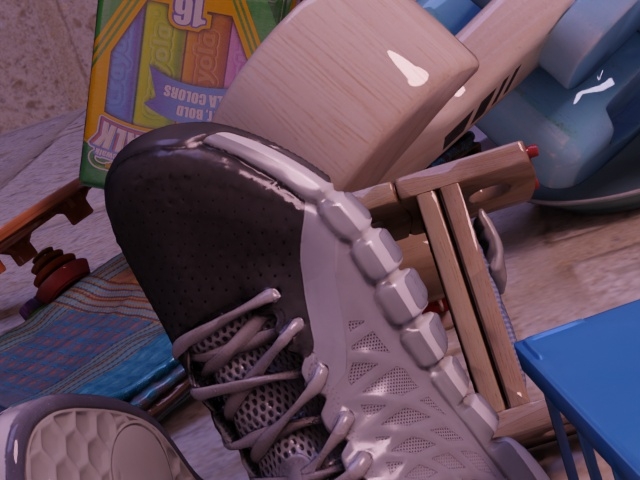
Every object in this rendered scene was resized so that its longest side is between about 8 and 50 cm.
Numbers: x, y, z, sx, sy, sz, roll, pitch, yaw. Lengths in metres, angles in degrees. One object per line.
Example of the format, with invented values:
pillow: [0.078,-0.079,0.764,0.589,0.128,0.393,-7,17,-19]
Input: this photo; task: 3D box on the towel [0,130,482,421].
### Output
towel: [-0.091,0.026,1.064,0.370,0.040,0.271,-37,21,-31]

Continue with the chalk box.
chalk box: [-0.091,-0.101,1.102,0.132,0.213,0.132,11,24,3]

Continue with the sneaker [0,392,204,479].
sneaker: [-0.109,0.125,0.530,0.163,0.086,0.226,-14,-27,13]

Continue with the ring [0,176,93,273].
ring: [-0.312,0.052,1.224,0.336,0.032,0.336,-36,5,4]

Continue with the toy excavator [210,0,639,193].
toy excavator: [0.133,-0.127,0.956,0.445,0.222,0.433,-46,-12,-11]

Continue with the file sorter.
file sorter: [0.151,0.080,0.480,0.118,0.104,0.170,-20,13,-3]

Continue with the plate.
plate: [0.233,-0.052,1.095,0.188,0.024,0.188,-17,14,4]

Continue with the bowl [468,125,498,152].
bowl: [0.098,-0.063,1.261,0.142,0.053,0.142,-10,15,35]

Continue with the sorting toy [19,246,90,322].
sorting toy: [-0.212,0.037,1.195,0.061,0.042,0.102,-28,-19,-44]

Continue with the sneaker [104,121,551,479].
sneaker: [-0.003,0.069,0.502,0.086,0.229,0.132,-37,10,33]

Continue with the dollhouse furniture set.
dollhouse furniture set: [0.065,0.052,0.759,0.129,0.129,0.184,-17,-17,3]
